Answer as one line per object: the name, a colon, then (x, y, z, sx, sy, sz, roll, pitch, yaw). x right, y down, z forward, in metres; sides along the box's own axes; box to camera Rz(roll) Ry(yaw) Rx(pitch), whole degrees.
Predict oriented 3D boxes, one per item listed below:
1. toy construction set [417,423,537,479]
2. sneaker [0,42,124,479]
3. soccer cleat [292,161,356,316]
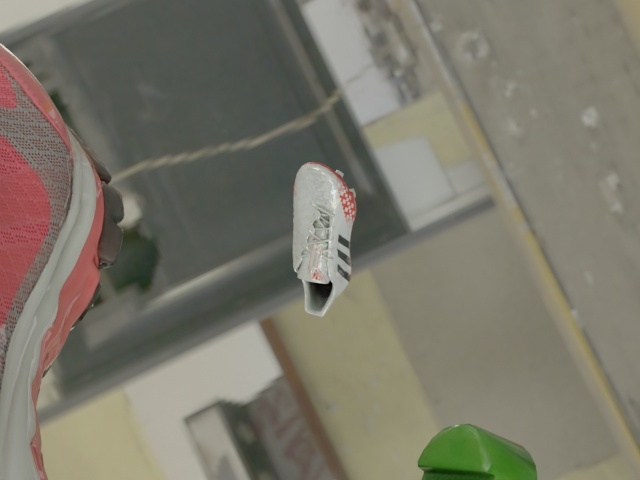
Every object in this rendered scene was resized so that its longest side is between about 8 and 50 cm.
toy construction set: (-0.076, 0.148, 0.471, 0.237, 0.309, 0.257, 27, -140, -31)
sneaker: (-0.135, 0.003, 0.444, 0.313, 0.116, 0.136, -102, -12, -50)
soccer cleat: (0.000, 0.000, 0.712, 0.083, 0.029, 0.035, 86, -157, -47)
